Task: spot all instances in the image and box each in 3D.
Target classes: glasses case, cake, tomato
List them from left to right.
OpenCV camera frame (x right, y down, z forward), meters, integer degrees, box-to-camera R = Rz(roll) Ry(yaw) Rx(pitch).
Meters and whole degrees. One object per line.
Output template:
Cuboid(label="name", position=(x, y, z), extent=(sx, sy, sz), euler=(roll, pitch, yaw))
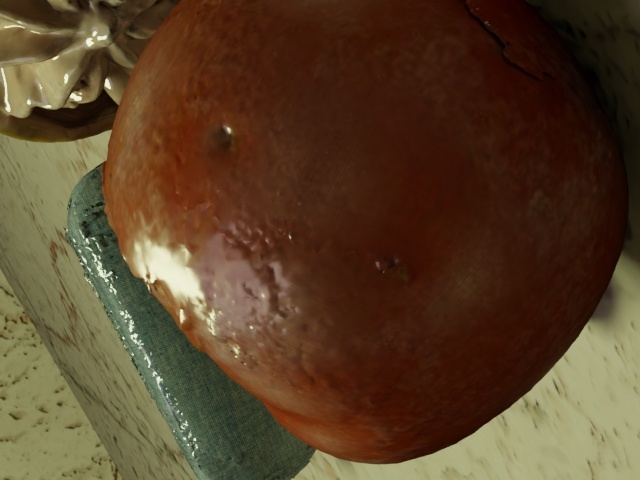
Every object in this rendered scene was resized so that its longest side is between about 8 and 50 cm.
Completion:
Cuboid(label="cake", position=(-0.141, -0.157, 1.009), extent=(0.185, 0.208, 0.178), euler=(35, 172, -31))
Cuboid(label="glasses case", position=(-0.095, 0.064, 1.366), extent=(0.282, 0.109, 0.067), euler=(63, 162, -7))
Cuboid(label="tomato", position=(0.021, -0.022, 0.713), extent=(0.208, 0.184, 0.208), euler=(48, -179, -2))
